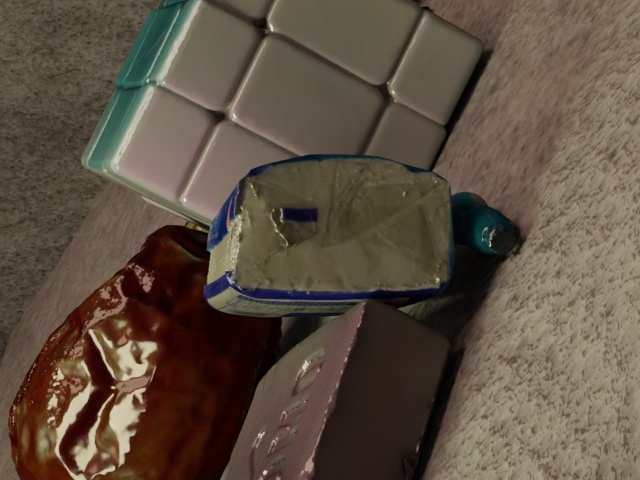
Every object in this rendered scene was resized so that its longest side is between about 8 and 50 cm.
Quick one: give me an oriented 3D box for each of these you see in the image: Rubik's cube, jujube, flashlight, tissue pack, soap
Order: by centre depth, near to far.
[{"bbox_3d":[-0.012,0.231,1.661,0.285,0.107,0.296,-42,23,59],"label":"soap"},{"bbox_3d":[0.143,-0.011,1.663,0.051,0.051,0.129,-61,17,6],"label":"flashlight"},{"bbox_3d":[0.000,0.000,1.729,0.269,0.209,0.137,146,122,-81],"label":"tissue pack"},{"bbox_3d":[-0.053,-0.151,2.066,0.316,0.318,0.322,-64,13,-2],"label":"Rubik's cube"},{"bbox_3d":[-0.198,0.172,2.092,0.276,0.276,0.377,-107,41,-70],"label":"jujube"}]

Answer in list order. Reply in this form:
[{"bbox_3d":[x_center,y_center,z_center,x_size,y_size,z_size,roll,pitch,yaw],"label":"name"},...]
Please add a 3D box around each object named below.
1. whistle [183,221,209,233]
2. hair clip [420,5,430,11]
[{"bbox_3d":[-0.131,0.014,2.467,0.288,0.106,0.131,-171,101,-76],"label":"whistle"},{"bbox_3d":[0.054,-0.176,2.275,0.275,0.083,0.048,-70,20,-2],"label":"hair clip"}]
